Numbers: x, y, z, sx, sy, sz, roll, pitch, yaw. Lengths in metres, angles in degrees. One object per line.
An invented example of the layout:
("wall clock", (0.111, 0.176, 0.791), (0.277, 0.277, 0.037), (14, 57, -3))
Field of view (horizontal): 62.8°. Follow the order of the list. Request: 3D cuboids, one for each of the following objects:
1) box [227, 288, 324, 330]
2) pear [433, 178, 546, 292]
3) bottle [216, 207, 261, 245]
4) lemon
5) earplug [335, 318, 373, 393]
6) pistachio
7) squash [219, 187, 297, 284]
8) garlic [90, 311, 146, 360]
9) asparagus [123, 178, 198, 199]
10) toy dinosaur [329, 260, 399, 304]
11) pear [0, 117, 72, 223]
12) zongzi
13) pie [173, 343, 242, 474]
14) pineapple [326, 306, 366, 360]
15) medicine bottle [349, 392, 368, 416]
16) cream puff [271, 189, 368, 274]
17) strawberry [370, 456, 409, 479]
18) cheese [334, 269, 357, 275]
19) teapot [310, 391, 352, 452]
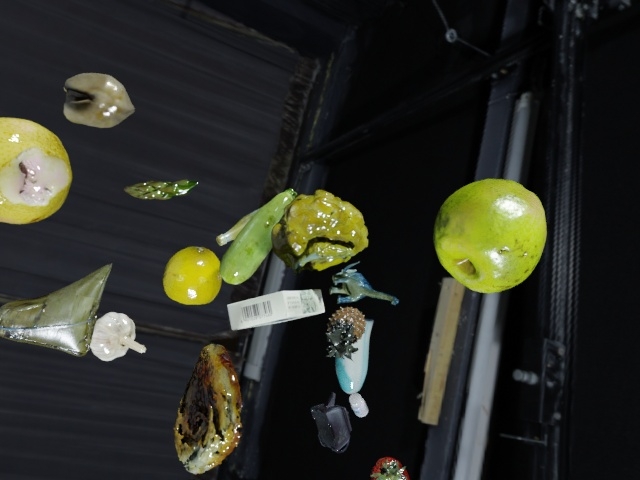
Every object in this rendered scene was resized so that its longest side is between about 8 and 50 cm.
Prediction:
("box", (-0.110, 0.181, 1.400), (0.164, 0.256, 0.069), (-16, -100, 19))
("pear", (0.575, -0.031, 1.759), (0.391, 0.390, 0.392), (-47, -146, 47))
("bottle", (-0.284, -0.050, 2.022), (0.083, 0.269, 0.083), (30, -44, 33))
("lemon", (-0.520, 0.133, 2.154), (0.240, 0.240, 0.220), (-139, -120, -65))
("earplug", (0.138, 0.505, 2.300), (0.185, 0.184, 0.325), (173, -81, -66))
("pistachio", (-0.716, -0.448, 1.689), (0.287, 0.197, 0.167), (16, -83, 40))
("squash", (-0.191, -0.021, 1.667), (0.371, 0.118, 0.118), (-54, -160, -11))
("garlic", (-0.790, 0.402, 2.075), (0.225, 0.199, 0.199), (20, -85, 23))
("asparagus", (-0.620, -0.196, 2.042), (0.080, 0.286, 0.080), (180, -90, -84))
("toy dinosaur", (0.100, 0.135, 1.584), (0.363, 0.147, 0.077), (-145, -126, -69))
("pear", (-0.743, -0.166, 1.256), (0.271, 0.270, 0.271), (-47, -146, 47))
("zongzi", (-0.938, 0.207, 1.857), (0.361, 0.322, 0.160), (-67, -154, 8))
("pie", (-0.261, 0.388, 1.213), (0.308, 0.085, 0.309), (-35, -134, 45))
("pineapple", (0.084, 0.362, 1.973), (0.364, 0.165, 0.166), (-42, 154, -76))
("medicine bottle", (0.135, 0.584, 1.862), (0.052, 0.089, 0.052), (-15, -140, 12))
("cream puff", (0.002, 0.000, 1.470), (0.282, 0.281, 0.185), (-60, -150, 30))
("strawberry", (0.201, 0.714, 1.550), (0.148, 0.131, 0.131), (109, -16, -52))
("cheese", (0.085, 0.129, 1.922), (0.121, 0.067, 0.026), (133, -47, -59))
("teapot", (0.045, 0.532, 1.534), (0.087, 0.096, 0.178), (-9, -81, 56))
